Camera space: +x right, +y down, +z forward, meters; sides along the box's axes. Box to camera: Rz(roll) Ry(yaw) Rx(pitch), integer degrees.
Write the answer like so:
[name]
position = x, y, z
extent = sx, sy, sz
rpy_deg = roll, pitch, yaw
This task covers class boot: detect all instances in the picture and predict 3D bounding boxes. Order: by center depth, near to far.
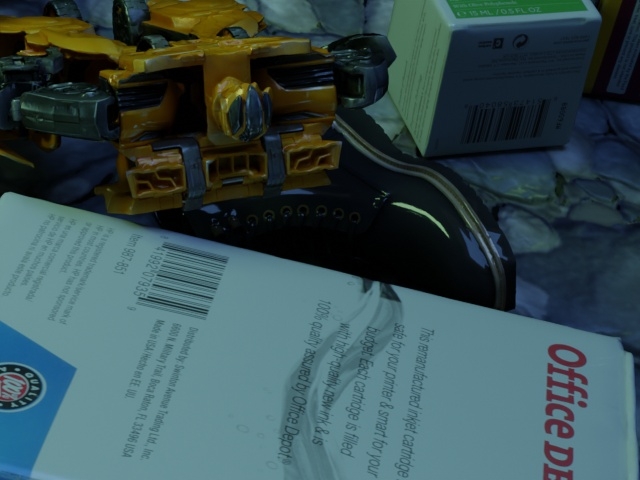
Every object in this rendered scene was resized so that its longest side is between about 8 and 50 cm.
[boot]
position = 0.000, 0.000, 1.069
extent = 0.137, 0.077, 0.198
rpy_deg = -23, 39, -28

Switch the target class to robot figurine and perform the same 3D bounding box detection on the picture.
[robot figurine]
position = -0.086, -0.076, 1.021
extent = 0.211, 0.085, 0.291
rpy_deg = -9, 16, -21

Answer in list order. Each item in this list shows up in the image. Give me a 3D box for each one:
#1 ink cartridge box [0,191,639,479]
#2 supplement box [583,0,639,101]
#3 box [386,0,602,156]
[ink cartridge box]
position = -0.027, 0.111, 0.857
extent = 0.307, 0.129, 0.223
rpy_deg = 13, 27, 1
[supplement box]
position = 0.263, -0.144, 1.257
extent = 0.188, 0.104, 0.081
rpy_deg = 9, 41, -5
[box]
position = 0.102, -0.118, 1.191
extent = 0.101, 0.102, 0.087
rpy_deg = -6, 43, -18
